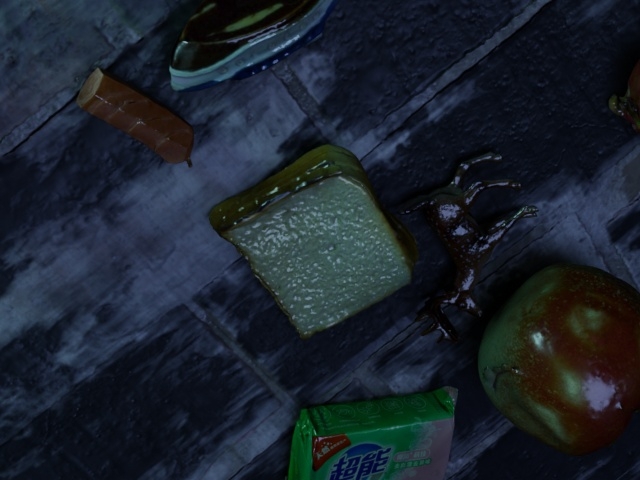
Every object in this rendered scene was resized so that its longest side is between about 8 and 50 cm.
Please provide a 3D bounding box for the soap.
[{"bbox_3d":[0.084,0.344,1.693,0.273,0.098,0.217,-3,112,-23],"label":"soap"}]

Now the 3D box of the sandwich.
[{"bbox_3d":[0.000,0.000,1.463,0.226,0.087,0.251,-28,126,13],"label":"sandwich"}]

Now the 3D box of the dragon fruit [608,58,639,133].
[{"bbox_3d":[0.562,-0.216,1.565,0.211,0.147,0.282,-35,129,-12],"label":"dragon fruit"}]

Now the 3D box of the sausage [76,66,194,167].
[{"bbox_3d":[-0.225,-0.153,1.305,0.169,0.065,0.065,30,103,-34],"label":"sausage"}]

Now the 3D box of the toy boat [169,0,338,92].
[{"bbox_3d":[-0.076,-0.265,1.286,0.262,0.114,0.115,-28,156,-7],"label":"toy boat"}]

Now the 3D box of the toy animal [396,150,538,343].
[{"bbox_3d":[0.217,0.010,1.585,0.260,0.087,0.243,-36,110,4],"label":"toy animal"}]

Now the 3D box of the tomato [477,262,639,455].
[{"bbox_3d":[0.385,0.182,1.618,0.239,0.303,0.303,28,106,-3],"label":"tomato"}]
